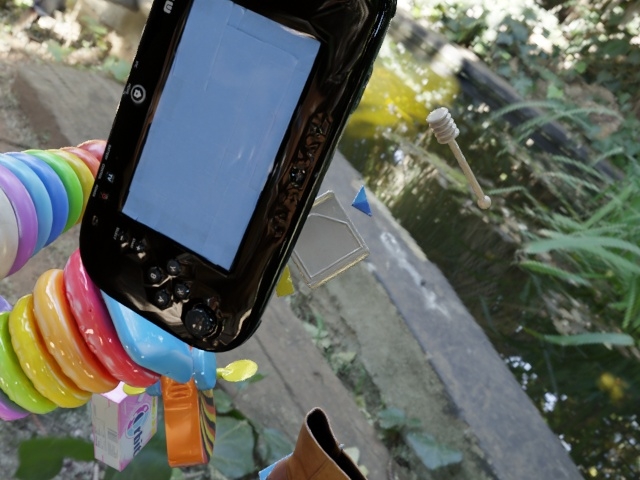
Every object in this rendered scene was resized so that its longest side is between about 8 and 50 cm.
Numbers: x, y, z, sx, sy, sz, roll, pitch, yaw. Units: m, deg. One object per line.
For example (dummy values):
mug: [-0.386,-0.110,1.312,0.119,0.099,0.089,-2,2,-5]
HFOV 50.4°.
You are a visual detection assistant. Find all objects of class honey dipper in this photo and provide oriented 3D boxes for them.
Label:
honey dipper: [0.188,-0.103,0.892,0.160,0.030,0.030,52,17,-29]

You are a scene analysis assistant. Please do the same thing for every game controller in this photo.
game controller: [-0.071,-0.078,0.492,0.166,0.319,0.067,25,16,5]

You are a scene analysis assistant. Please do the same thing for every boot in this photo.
boot: [0.029,0.418,1.033,0.096,0.280,0.264,-14,59,-33]

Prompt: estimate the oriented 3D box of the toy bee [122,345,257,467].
toy bee: [-0.189,0.174,1.024,0.195,0.298,0.162,13,5,5]

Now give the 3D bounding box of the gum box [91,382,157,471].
gum box: [-0.350,0.313,1.222,0.062,0.188,0.107,21,34,17]

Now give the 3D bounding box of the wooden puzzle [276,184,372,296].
wooden puzzle: [0.000,0.000,0.632,0.078,0.116,0.014,66,-12,1]

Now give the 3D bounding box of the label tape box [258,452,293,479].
label tape box: [-0.029,0.656,1.505,0.240,0.106,0.333,20,63,-73]

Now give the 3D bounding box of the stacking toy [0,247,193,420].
stacking toy: [-0.302,0.126,0.709,0.165,0.302,0.175,61,-2,21]

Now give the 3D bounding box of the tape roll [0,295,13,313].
tape roll: [-0.485,0.133,0.925,0.189,0.189,0.080,37,47,-1]

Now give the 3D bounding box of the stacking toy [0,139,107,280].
stacking toy: [-0.329,-0.052,0.809,0.141,0.141,0.330,38,21,2]
